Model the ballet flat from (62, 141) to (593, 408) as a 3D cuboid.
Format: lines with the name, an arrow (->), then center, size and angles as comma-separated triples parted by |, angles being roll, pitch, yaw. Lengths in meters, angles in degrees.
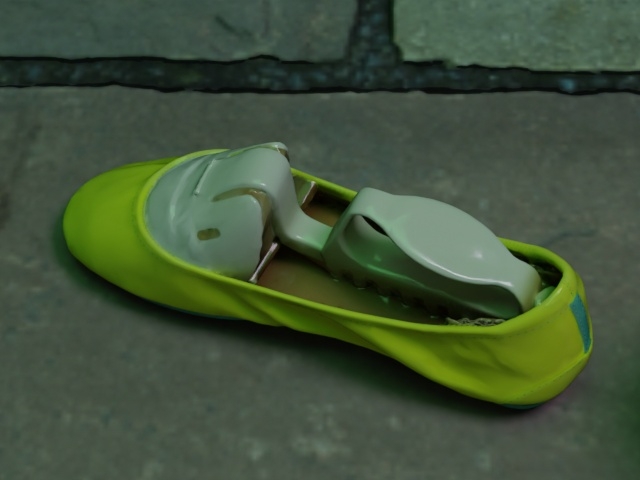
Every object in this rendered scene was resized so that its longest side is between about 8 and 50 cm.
ballet flat -> 0.000, 0.000, 0.723 | 0.231, 0.077, 0.077 | 18, 60, 14
